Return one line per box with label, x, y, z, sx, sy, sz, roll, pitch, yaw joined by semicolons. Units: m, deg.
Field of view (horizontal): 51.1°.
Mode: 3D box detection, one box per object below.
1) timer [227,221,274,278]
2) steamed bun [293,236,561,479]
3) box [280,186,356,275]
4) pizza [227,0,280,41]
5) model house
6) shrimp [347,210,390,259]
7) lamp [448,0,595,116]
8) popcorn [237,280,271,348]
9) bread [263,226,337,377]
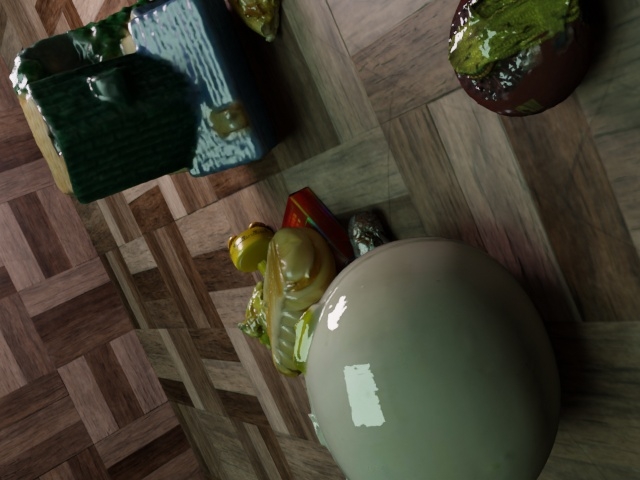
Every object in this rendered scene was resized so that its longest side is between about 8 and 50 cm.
timer;-0.133;0.028;1.407;0.109;0.107;0.107;56;151;31
steamed bun;0.144;0.182;0.886;0.334;0.334;0.374;-10;102;59
box;-0.001;0.001;1.240;0.175;0.048;0.112;48;147;23
pizza;-0.125;-0.460;1.054;0.197;0.058;0.292;-6;108;57
model house;-0.299;-0.253;1.162;0.342;0.382;0.335;9;123;60
shrimp;0.102;0.041;1.101;0.073;0.075;0.190;-23;87;28
lamp;0.195;-0.203;0.690;0.156;0.135;0.157;24;135;48
popcorn;-0.091;0.170;1.445;0.173;0.142;0.173;19;139;17
bread;-0.034;0.107;1.189;0.311;0.121;0.173;101;161;-50
